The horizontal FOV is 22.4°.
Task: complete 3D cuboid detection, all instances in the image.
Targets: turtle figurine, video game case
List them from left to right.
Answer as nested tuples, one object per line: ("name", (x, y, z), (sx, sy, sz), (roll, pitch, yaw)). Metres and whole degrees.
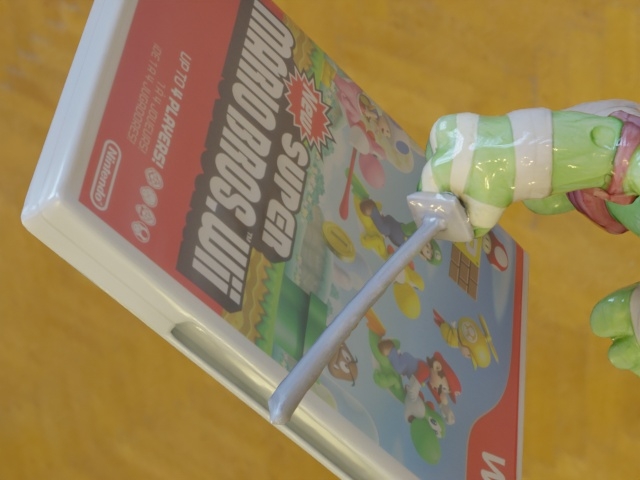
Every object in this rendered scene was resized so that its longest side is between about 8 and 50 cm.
("video game case", (0.000, 0.000, 0.724), (0.025, 0.204, 0.285), (-27, 126, 32))
("turtle figurine", (0.104, 0.038, 0.637), (0.198, 0.266, 0.274), (30, 100, -1))
